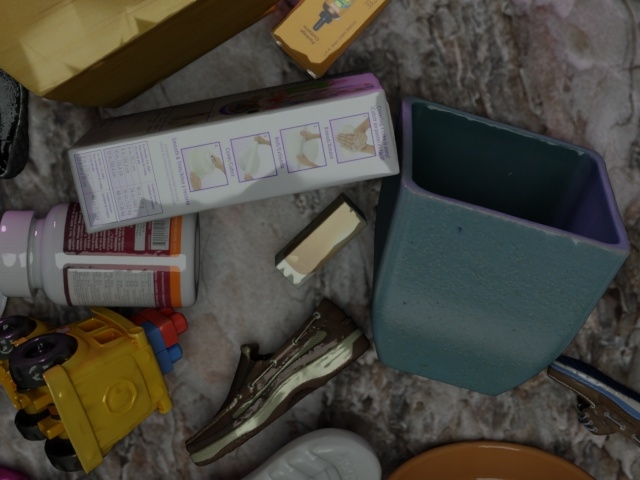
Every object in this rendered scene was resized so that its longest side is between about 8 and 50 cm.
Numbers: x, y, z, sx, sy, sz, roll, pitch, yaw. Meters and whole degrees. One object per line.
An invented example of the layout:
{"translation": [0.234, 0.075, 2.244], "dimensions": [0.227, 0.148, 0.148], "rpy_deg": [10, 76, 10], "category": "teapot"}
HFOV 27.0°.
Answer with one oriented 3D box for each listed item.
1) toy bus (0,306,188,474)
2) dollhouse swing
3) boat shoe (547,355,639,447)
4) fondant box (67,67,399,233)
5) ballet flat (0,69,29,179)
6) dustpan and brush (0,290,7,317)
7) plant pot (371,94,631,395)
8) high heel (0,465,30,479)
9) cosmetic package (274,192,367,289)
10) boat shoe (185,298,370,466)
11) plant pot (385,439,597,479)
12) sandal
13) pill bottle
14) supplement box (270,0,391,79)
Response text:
{"translation": [-0.264, 0.139, 1.550], "dimensions": [0.211, 0.220, 0.149], "rpy_deg": [-32, 119, -25], "category": "toy bus"}
{"translation": [-0.250, -0.309, 1.357], "dimensions": [0.315, 0.347, 0.305], "rpy_deg": [-31, 91, 5], "category": "dollhouse swing"}
{"translation": [0.348, 0.205, 1.627], "dimensions": [0.183, 0.066, 0.066], "rpy_deg": [29, 102, -8], "category": "boat shoe"}
{"translation": [-0.090, -0.104, 1.454], "dimensions": [0.330, 0.238, 0.096], "rpy_deg": [-12, 103, 1], "category": "fondant box"}
{"translation": [-0.364, -0.156, 1.531], "dimensions": [0.057, 0.049, 0.173], "rpy_deg": [-6, 103, -1], "category": "ballet flat"}
{"translation": [-0.418, 0.004, 1.543], "dimensions": [0.147, 0.060, 0.211], "rpy_deg": [11, 94, -34], "category": "dustpan and brush"}
{"translation": [0.170, 0.024, 1.501], "dimensions": [0.247, 0.247, 0.252], "rpy_deg": [16, 119, -6], "category": "plant pot"}
{"translation": [-0.392, 0.398, 1.658], "dimensions": [0.117, 0.082, 0.244], "rpy_deg": [20, 117, 23], "category": "high heel"}
{"translation": [0.000, 0.000, 1.573], "dimensions": [0.115, 0.060, 0.041], "rpy_deg": [-44, 100, 6], "category": "cosmetic package"}
{"translation": [-0.067, 0.165, 1.602], "dimensions": [0.257, 0.095, 0.095], "rpy_deg": [-37, 88, 0], "category": "boat shoe"}
{"translation": [0.205, 0.404, 1.578], "dimensions": [0.290, 0.291, 0.204], "rpy_deg": [0, 120, -2], "category": "plant pot"}
{"translation": [-0.104, 0.347, 1.633], "dimensions": [0.416, 0.102, 0.169], "rpy_deg": [-29, 118, 14], "category": "sandal"}
{"translation": [-0.252, 0.017, 1.538], "dimensions": [0.221, 0.121, 0.121], "rpy_deg": [1, 103, -2], "category": "pill bottle"}
{"translation": [0.047, -0.292, 1.499], "dimensions": [0.078, 0.080, 0.233], "rpy_deg": [43, 97, -9], "category": "supplement box"}
